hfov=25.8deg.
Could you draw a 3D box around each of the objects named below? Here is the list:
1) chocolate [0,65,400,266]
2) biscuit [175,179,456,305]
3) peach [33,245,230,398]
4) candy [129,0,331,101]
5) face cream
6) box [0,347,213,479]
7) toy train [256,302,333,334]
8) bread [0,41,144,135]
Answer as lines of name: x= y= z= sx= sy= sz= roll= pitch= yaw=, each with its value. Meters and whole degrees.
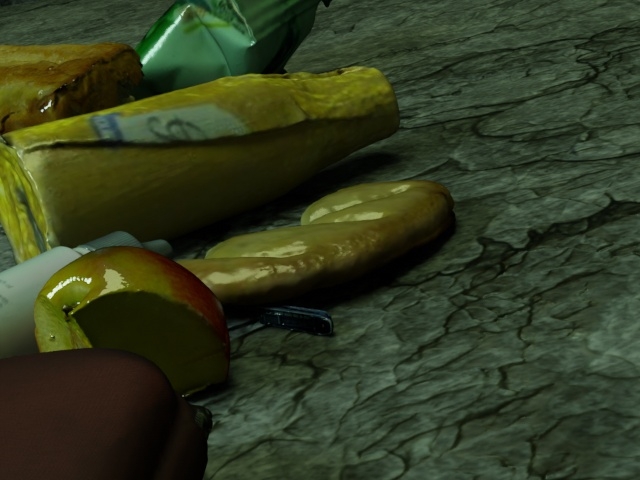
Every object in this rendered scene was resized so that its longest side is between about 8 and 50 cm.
chocolate: x=-0.120 y=-0.098 z=1.444 sx=0.445 sy=0.162 sz=0.162 roll=-21 pitch=21 yaw=-27
biscuit: x=0.002 y=0.001 z=1.235 sx=0.154 sy=0.045 sz=0.299 roll=7 pitch=23 yaw=43
peach: x=-0.138 y=0.062 z=1.059 sx=0.151 sy=0.151 sz=0.118 roll=2 pitch=36 yaw=36
candy: x=-0.194 y=-0.259 z=1.958 sx=0.398 sy=0.172 sz=0.263 roll=-17 pitch=11 yaw=27
face cream: x=-0.244 y=0.064 z=1.160 sx=0.311 sy=0.092 sz=0.092 roll=-29 pitch=25 yaw=-38
box: x=-0.210 y=0.186 z=0.766 sx=0.263 sy=0.108 sz=0.404 roll=-8 pitch=20 yaw=11
toy train: x=-0.017 y=0.064 z=1.137 sx=0.083 sy=0.017 sz=0.017 roll=6 pitch=19 yaw=43
bread: x=-0.374 y=-0.156 z=1.788 sx=0.344 sy=0.148 sz=0.195 roll=5 pitch=37 yaw=40
